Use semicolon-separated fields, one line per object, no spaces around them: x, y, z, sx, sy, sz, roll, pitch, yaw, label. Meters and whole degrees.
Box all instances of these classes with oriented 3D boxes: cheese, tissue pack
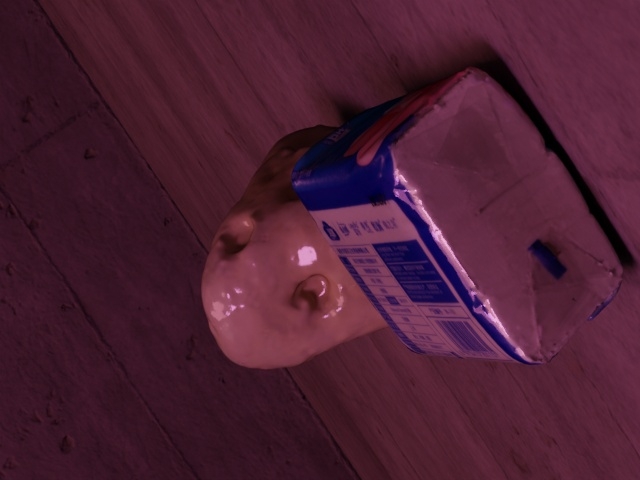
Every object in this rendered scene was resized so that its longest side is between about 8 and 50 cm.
-0.001;-0.002;1.638;0.174;0.251;0.248;60;-177;-24;cheese
0.104;-0.015;1.366;0.209;0.137;0.269;56;165;-7;tissue pack
